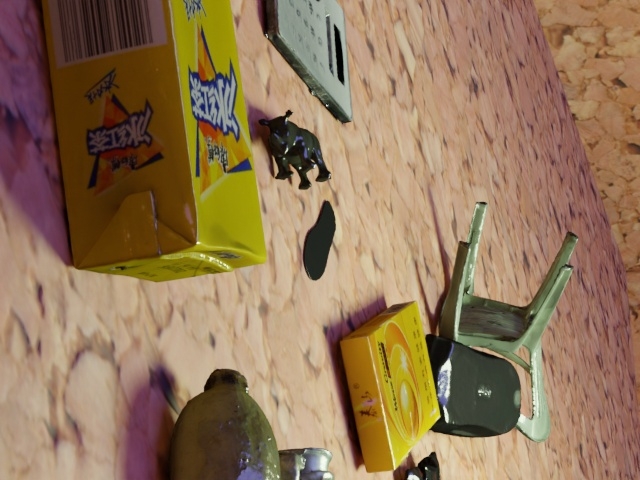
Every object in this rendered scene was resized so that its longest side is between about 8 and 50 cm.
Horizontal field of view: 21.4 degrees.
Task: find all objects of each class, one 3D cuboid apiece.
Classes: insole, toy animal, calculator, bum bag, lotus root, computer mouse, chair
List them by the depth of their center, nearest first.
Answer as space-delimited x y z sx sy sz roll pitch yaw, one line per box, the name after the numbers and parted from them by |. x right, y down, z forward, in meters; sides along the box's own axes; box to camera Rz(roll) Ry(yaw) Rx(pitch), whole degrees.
-0.074 0.181 1.348 0.090 0.077 0.183 34 44 -41 | lotus root
-0.031 -0.096 1.749 0.136 0.047 0.065 21 54 -69 | toy animal
0.000 0.000 1.857 0.152 0.002 0.053 -71 146 -59 | insole
-0.014 -0.248 1.942 0.262 0.021 0.161 42 40 -63 | calculator
0.120 0.287 2.006 0.124 0.034 0.057 -15 103 -73 | bum bag
0.180 0.191 2.173 0.217 0.073 0.122 21 70 -52 | computer mouse
0.258 0.120 2.327 0.203 0.191 0.274 -59 164 -65 | chair

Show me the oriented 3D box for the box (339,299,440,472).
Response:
0.083 0.163 1.948 0.269 0.043 0.152 -21 98 -73 | box

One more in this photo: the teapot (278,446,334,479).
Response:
-0.020 0.278 1.470 0.107 0.077 0.200 62 22 -67 | teapot

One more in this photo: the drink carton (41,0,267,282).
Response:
-0.135 -0.149 1.326 0.154 0.111 0.351 16 64 -71 | drink carton
